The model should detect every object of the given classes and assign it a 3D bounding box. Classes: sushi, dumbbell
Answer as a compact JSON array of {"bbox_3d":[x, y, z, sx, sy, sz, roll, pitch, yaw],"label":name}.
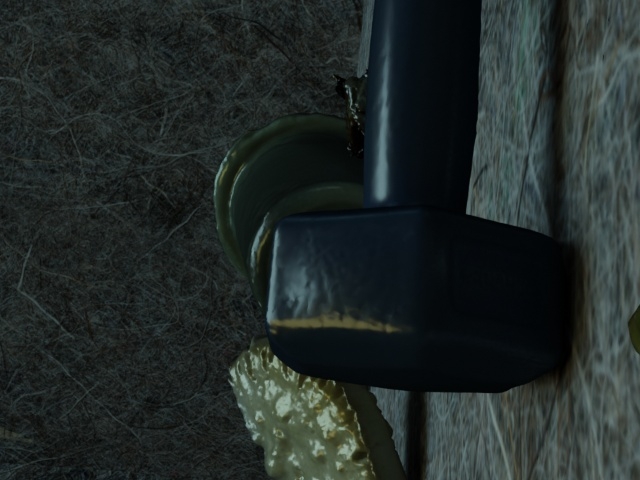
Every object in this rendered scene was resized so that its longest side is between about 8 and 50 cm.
[{"bbox_3d":[0.067,-0.135,1.161,0.084,0.094,0.098,97,161,-76],"label":"sushi"},{"bbox_3d":[0.054,-0.084,0.589,0.144,0.160,0.325,28,-116,-58],"label":"dumbbell"}]

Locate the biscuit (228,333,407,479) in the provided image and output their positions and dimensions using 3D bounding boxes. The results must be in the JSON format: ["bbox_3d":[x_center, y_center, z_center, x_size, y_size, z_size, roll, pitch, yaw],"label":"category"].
[{"bbox_3d":[0.002,0.191,1.075,0.281,0.084,0.179,55,145,27],"label":"biscuit"}]

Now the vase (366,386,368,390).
[{"bbox_3d":[0.050,0.172,1.658,0.167,0.059,0.059,96,178,-48],"label":"vase"}]

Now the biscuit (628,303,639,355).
[{"bbox_3d":[0.105,0.057,0.193,0.187,0.036,0.273,96,178,-46],"label":"biscuit"}]

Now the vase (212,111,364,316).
[{"bbox_3d":[0.000,0.000,1.266,0.291,0.245,0.245,-111,25,-72],"label":"vase"}]
